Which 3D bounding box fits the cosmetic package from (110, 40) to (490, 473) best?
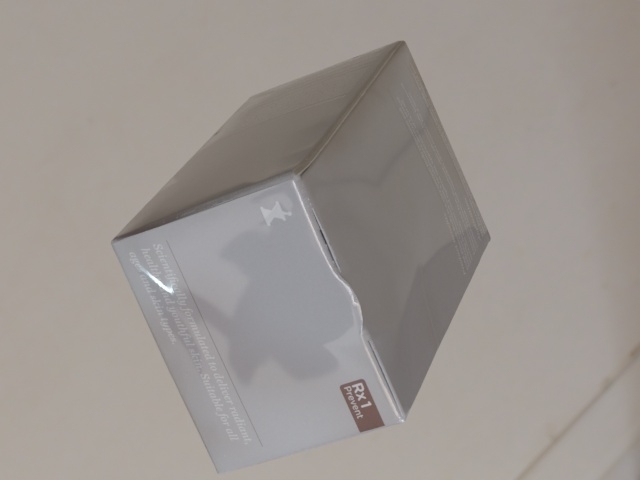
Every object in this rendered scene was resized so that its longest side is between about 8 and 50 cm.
[{"bbox_3d":[0.000,0.000,0.943,0.107,0.238,0.127,-18,103,23],"label":"cosmetic package"}]
